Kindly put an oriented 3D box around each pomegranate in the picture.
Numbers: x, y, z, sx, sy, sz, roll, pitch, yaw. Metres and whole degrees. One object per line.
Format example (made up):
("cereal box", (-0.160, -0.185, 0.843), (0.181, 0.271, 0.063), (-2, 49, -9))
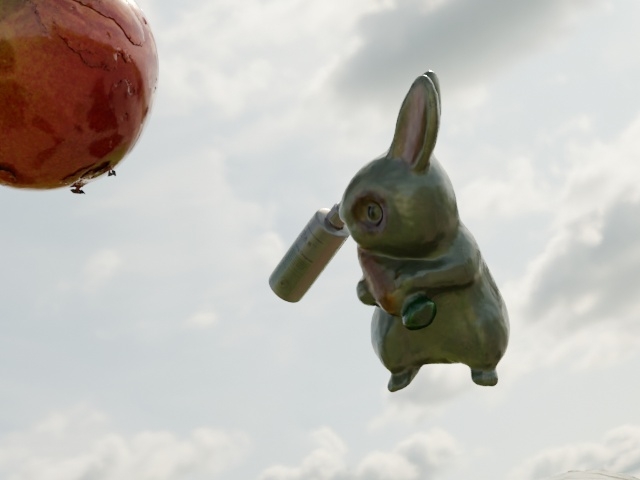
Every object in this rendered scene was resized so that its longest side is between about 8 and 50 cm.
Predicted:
("pomegranate", (-0.250, -0.150, 0.983), (0.210, 0.235, 0.210), (-48, 10, 12))

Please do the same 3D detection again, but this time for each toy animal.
("toy animal", (0.070, -0.002, 0.878), (0.108, 0.236, 0.138), (-14, 10, 14))

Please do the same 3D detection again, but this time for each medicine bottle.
("medicine bottle", (0.000, 0.000, 1.559), (0.057, 0.058, 0.199), (2, -43, -42))

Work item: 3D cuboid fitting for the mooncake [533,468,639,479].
("mooncake", (0.272, 0.458, 1.248), (0.393, 0.394, 0.246), (-32, -20, 14))
